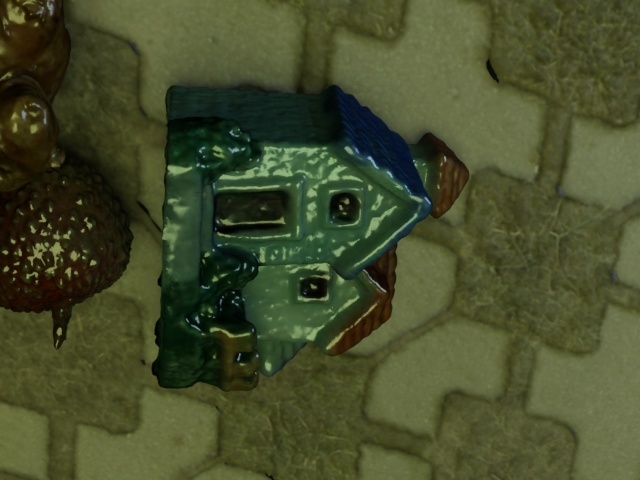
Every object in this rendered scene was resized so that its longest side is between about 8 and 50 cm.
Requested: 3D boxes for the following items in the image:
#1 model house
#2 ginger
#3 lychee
[{"bbox_3d":[0.000,0.000,1.149,0.329,0.252,0.295,0,112,-11],"label":"model house"},{"bbox_3d":[-0.342,-0.100,1.050,0.152,0.274,0.357,31,96,-30],"label":"ginger"},{"bbox_3d":[-0.269,0.009,1.161,0.165,0.165,0.197,-15,85,2],"label":"lychee"}]
